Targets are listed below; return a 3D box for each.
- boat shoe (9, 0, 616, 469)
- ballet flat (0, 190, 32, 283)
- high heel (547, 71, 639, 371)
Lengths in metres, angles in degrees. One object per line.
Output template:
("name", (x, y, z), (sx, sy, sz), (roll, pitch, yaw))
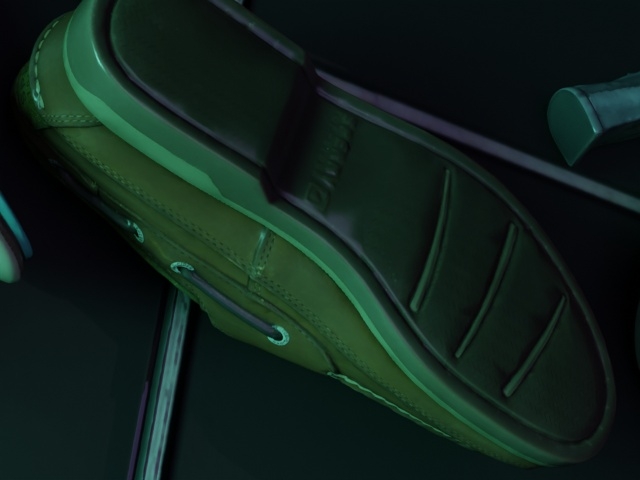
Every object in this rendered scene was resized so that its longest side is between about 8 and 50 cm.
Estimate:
("boat shoe", (0.000, 0.000, 0.738), (0.307, 0.104, 0.111), (42, 50, -14))
("ballet flat", (-0.206, -0.079, 0.653), (0.086, 0.086, 0.248), (-29, 91, -35))
("high heel", (0.252, 0.011, 0.891), (0.186, 0.093, 0.261), (-15, 76, -28))
